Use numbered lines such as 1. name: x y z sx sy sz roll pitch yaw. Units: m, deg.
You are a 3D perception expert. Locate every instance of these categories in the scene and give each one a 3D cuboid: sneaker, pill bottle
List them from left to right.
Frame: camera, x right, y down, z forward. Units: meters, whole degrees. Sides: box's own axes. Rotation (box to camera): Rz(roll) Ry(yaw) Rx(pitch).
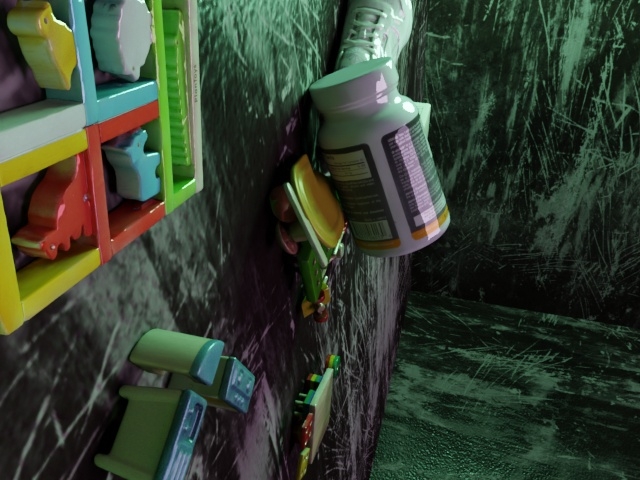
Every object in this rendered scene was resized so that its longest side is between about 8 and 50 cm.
1. sneaker: 0.086 -0.324 1.057 0.152 0.114 0.305 -32 129 -75
2. pill bottle: 0.090 -0.127 0.966 0.162 0.162 0.279 -60 133 -58

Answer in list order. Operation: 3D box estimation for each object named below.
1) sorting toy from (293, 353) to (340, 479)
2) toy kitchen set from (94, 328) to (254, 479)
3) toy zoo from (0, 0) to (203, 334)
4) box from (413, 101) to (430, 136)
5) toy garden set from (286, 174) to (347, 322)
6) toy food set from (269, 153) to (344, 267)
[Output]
1. sorting toy: -0.019 0.335 1.196 0.274 0.046 0.133 -53 149 -65
2. toy kitchen set: -0.108 0.202 0.560 0.166 0.122 0.207 72 30 -63
3. toy zoo: -0.152 -0.075 0.389 0.293 0.030 0.193 -56 152 -61
4. box: 0.133 -0.182 1.282 0.232 0.148 0.127 -65 160 -48
5. toy garden set: 0.000 0.000 1.064 0.204 0.049 0.244 80 22 -49
6. toy food set: -0.030 -0.040 0.873 0.128 0.071 0.218 62 18 -13
